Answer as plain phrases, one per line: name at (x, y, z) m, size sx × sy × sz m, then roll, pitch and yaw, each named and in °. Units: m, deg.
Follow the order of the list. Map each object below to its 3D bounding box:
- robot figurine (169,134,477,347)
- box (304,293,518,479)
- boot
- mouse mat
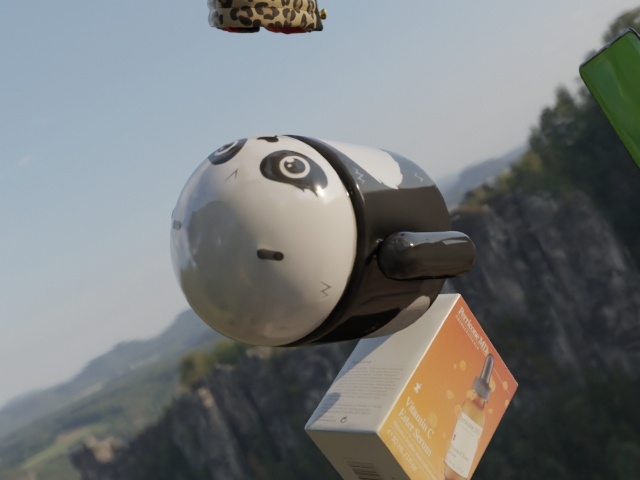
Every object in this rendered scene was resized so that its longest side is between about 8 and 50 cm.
robot figurine at (0.002, -0.002, 0.892) m, size 0.209 × 0.174 × 0.278 m, roll -37°, pitch -21°, yaw 30°
box at (0.088, 0.153, 0.992) m, size 0.091 × 0.130 × 0.170 m, roll -6°, pitch 39°, yaw 45°
boot at (-0.045, -0.394, 1.293) m, size 0.138 × 0.284 × 0.377 m, roll 1°, pitch 10°, yaw 15°
mouse mat at (0.336, -0.138, 1.123) m, size 0.007 × 0.153 × 0.189 m, roll -32°, pitch -1°, yaw -5°
